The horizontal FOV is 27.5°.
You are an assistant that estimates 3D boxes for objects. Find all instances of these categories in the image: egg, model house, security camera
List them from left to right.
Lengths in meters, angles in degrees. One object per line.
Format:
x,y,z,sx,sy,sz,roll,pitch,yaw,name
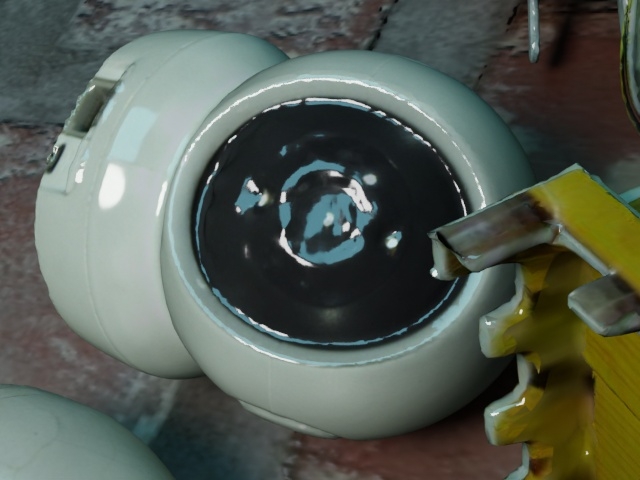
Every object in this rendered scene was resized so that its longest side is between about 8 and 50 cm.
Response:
-0.149,0.147,0.635,0.209,0.151,0.151,3,56,29,egg
0.000,0.000,0.649,0.236,0.194,0.195,18,64,34,security camera
0.180,0.071,0.456,0.215,0.198,0.224,-24,40,-14,model house

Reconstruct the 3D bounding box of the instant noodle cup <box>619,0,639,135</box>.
0.252,-0.115,0.586,0.153,0.205,0.205,28,71,37,instant noodle cup

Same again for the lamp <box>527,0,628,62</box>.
0.139,-0.227,0.701,0.247,0.301,0.248,-6,89,6,lamp
